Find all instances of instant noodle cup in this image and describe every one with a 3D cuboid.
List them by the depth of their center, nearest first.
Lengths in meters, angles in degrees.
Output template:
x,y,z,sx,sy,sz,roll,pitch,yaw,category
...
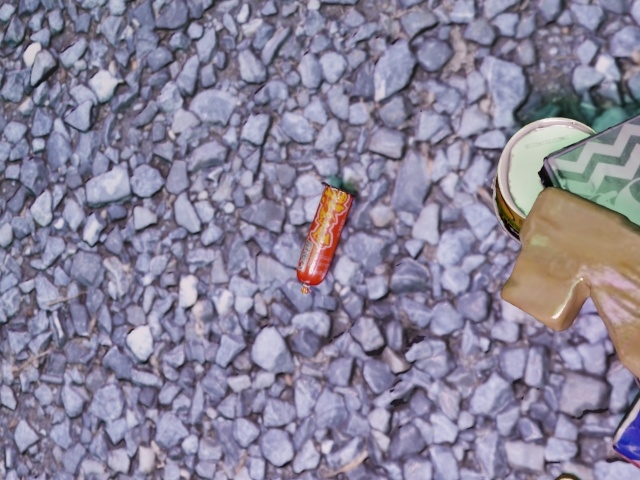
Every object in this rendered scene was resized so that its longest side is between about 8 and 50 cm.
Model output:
x,y,z,sx,sy,sz,roll,pitch,yaw,category
0.259,-0.063,0.803,0.151,0.122,0.151,-1,85,17,instant noodle cup

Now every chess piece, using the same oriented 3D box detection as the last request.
x,y,z,sx,sy,sz,roll,pitch,yaw,category
0.302,0.061,0.629,0.301,0.137,0.137,34,99,31,chess piece

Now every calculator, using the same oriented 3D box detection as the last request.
x,y,z,sx,sy,sz,roll,pitch,yaw,category
0.333,0.011,0.691,0.165,0.028,0.274,-25,77,15,calculator

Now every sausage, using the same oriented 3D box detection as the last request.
x,y,z,sx,sy,sz,roll,pitch,yaw,category
0.000,0.000,0.945,0.050,0.048,0.145,18,96,-16,sausage

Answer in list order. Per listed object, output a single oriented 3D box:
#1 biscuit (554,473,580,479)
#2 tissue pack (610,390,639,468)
x,y,z,sx,sy,sz,roll,pitch,yaw,category
0.270,0.323,0.826,0.140,0.023,0.118,10,91,23,biscuit
0.454,0.187,0.705,0.269,0.137,0.209,30,96,24,tissue pack
